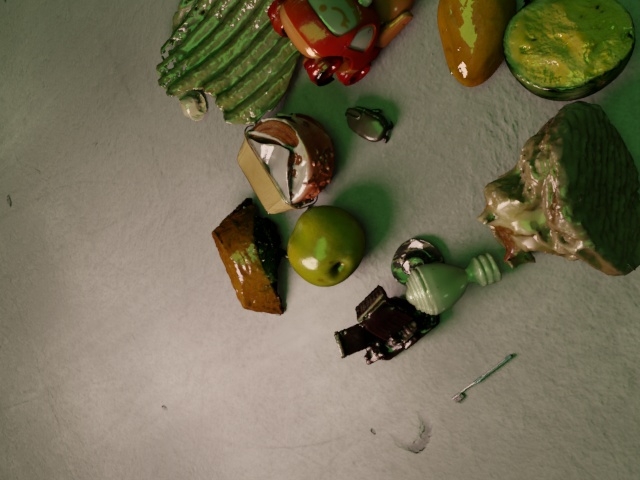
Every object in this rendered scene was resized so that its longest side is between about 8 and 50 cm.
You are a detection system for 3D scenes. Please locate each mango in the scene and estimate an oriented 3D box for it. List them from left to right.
[{"bbox_3d":[0.294,-0.411,1.143,0.147,0.109,0.228,7,99,0],"label":"mango"}]

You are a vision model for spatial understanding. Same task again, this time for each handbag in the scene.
[{"bbox_3d":[0.099,-0.254,1.283,0.111,0.047,0.072,31,113,19],"label":"handbag"}]

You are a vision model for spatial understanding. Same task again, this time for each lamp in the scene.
[{"bbox_3d":[0.262,0.082,1.200,0.192,0.106,0.106,-21,87,-2],"label":"lamp"}]

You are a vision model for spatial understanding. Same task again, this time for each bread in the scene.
[{"bbox_3d":[-0.071,-0.179,1.330,0.212,0.142,0.224,-37,80,39],"label":"bread"}]

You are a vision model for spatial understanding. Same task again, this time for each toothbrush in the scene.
[{"bbox_3d":[0.340,0.291,1.254,0.014,0.011,0.167,48,113,8],"label":"toothbrush"}]

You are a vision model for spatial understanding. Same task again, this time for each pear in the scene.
[{"bbox_3d":[0.000,0.000,1.309,0.216,0.166,0.180,50,130,44],"label":"pear"}]

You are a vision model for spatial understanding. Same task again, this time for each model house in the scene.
[{"bbox_3d":[0.124,0.192,1.262,0.141,0.164,0.203,48,114,18],"label":"model house"}]

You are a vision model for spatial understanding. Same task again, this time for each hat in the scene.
[{"bbox_3d":[0.200,0.053,1.270,0.121,0.050,0.121,5,100,27],"label":"hat"}]

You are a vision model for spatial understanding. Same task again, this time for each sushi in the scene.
[{"bbox_3d":[-0.150,0.043,1.392,0.287,0.140,0.149,65,152,5],"label":"sushi"}]

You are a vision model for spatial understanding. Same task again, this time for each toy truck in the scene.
[{"bbox_3d":[0.058,-0.446,1.172,0.239,0.265,0.189,-40,80,34],"label":"toy truck"}]

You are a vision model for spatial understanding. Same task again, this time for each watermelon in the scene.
[{"bbox_3d":[0.436,-0.341,1.069,0.204,0.127,0.232,-43,59,4],"label":"watermelon"}]

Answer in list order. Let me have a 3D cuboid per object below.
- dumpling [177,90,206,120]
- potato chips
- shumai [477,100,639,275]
[{"bbox_3d":[-0.315,-0.335,1.475,0.076,0.057,0.052,43,152,39],"label":"dumpling"},{"bbox_3d":[-0.208,-0.483,1.364,0.373,0.097,0.389,27,100,20],"label":"potato chips"},{"bbox_3d":[0.419,-0.079,1.099,0.262,0.267,0.314,-17,67,52],"label":"shumai"}]
